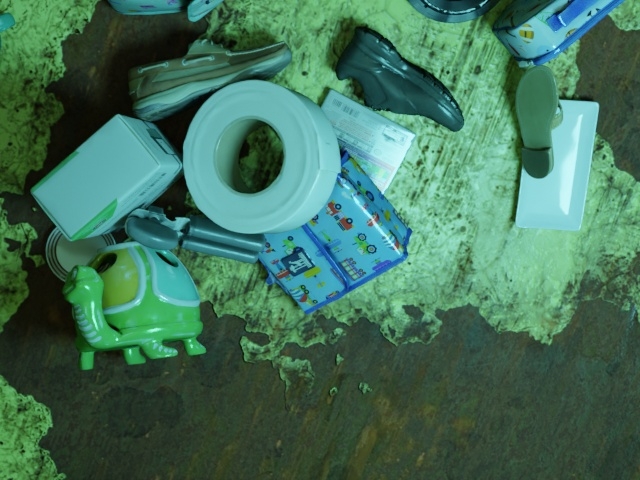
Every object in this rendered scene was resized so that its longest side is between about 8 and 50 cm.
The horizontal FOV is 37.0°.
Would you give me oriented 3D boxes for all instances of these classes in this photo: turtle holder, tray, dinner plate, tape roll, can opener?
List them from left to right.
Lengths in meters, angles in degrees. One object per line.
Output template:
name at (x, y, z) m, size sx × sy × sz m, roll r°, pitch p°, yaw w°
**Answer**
dinner plate at (-0.481, 0.023, 1.929) m, size 0.141 × 0.017 × 0.141 m, roll -2°, pitch 103°, yaw -6°
turtle holder at (-0.378, 0.123, 1.829) m, size 0.320 × 0.243 × 0.227 m, roll -1°, pitch 81°, yaw -42°
can opener at (-0.242, -0.001, 1.838) m, size 0.280 × 0.093 × 0.074 m, roll 11°, pitch 136°, yaw -25°
tape roll at (-0.111, -0.152, 1.786) m, size 0.286 × 0.100 × 0.286 m, roll -1°, pitch 89°, yaw 22°
tray at (0.484, -0.157, 1.979) m, size 0.145 × 0.030 × 0.270 m, roll 3°, pitch 103°, yaw -7°

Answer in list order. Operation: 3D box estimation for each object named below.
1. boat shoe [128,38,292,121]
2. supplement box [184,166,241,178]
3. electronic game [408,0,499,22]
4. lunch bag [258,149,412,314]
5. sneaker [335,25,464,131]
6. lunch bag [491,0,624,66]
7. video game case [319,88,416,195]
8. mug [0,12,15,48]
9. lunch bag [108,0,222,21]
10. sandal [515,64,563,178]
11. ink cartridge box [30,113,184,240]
boat shoe at (-0.214, -0.330, 1.823) m, size 0.324 × 0.123 × 0.116 m, roll -19°, pitch 87°, yaw -8°
supplement box at (-0.214, -0.135, 1.908) m, size 0.098 × 0.036 × 0.062 m, roll -39°, pitch 103°, yaw 4°
electronic game at (0.261, -0.531, 1.841) m, size 0.229 × 0.048 × 0.229 m, roll 0°, pitch 118°, yaw -1°
lunch bag at (0.000, 0.000, 1.923) m, size 0.293 × 0.138 × 0.221 m, roll -34°, pitch 106°, yaw 24°
sneaker at (0.156, -0.295, 1.887) m, size 0.286 × 0.109 × 0.130 m, roll 36°, pitch 107°, yaw -6°
lunch bag at (0.471, -0.447, 1.798) m, size 0.303 × 0.243 × 0.115 m, roll -41°, pitch 104°, yaw 4°
video game case at (0.065, -0.180, 1.935) m, size 0.201 × 0.023 × 0.183 m, roll 26°, pitch 99°, yaw -12°
mug at (-0.660, -0.378, 1.773) m, size 0.129 × 0.097 × 0.157 m, roll 30°, pitch 99°, yaw -12°
lunch bag at (-0.257, -0.488, 1.722) m, size 0.262 × 0.223 × 0.160 m, roll 0°, pitch 93°, yaw -6°
sandal at (0.444, -0.247, 1.909) m, size 0.088 × 0.079 × 0.240 m, roll 14°, pitch 124°, yaw 33°
ink cartridge box at (-0.375, -0.114, 1.763) m, size 0.211 × 0.289 × 0.121 m, roll -40°, pitch 91°, yaw 4°
